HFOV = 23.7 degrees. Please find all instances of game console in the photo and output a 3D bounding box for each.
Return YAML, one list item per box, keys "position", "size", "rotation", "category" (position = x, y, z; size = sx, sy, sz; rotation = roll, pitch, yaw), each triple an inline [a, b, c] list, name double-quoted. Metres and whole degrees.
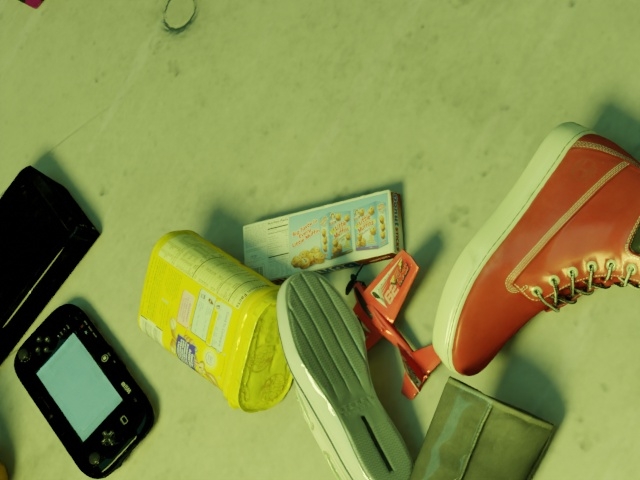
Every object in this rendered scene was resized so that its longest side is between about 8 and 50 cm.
- position: [-0.289, 0.098, 1.670]
  size: [0.213, 0.044, 0.361]
  rotation: [-52, 55, 13]
  category: "game console"

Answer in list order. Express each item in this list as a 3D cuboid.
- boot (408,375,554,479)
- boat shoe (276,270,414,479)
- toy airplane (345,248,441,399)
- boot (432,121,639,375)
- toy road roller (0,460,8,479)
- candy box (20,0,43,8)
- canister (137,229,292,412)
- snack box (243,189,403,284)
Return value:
- position: [0.080, 0.217, 1.309]
  size: [0.076, 0.189, 0.209]
  rotation: [-123, 54, -73]
  category: "boot"
- position: [0.006, 0.142, 1.405]
  size: [0.076, 0.083, 0.226]
  rotation: [-46, 60, 51]
  category: "boat shoe"
- position: [0.066, 0.083, 1.422]
  size: [0.151, 0.028, 0.151]
  rotation: [-5, 84, 49]
  category: "toy airplane"
- position: [0.216, 0.038, 1.297]
  size: [0.176, 0.088, 0.244]
  rotation: [36, 96, 35]
  category: "boot"
- position: [-0.481, 0.362, 1.616]
  size: [0.240, 0.202, 0.330]
  rotation: [-7, 73, 25]
  category: "toy road roller"
- position: [-0.418, -0.395, 1.823]
  size: [0.071, 0.159, 0.233]
  rotation: [-46, 56, 15]
  category: "candy box"
- position: [-0.101, 0.075, 1.509]
  size: [0.170, 0.073, 0.126]
  rotation: [31, 116, 39]
  category: "canister"
- position: [0.000, 0.000, 1.500]
  size: [0.178, 0.022, 0.064]
  rotation: [-13, 70, 33]
  category: "snack box"
